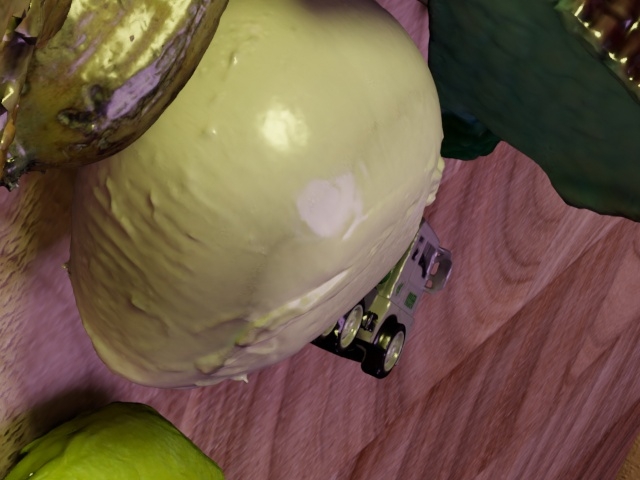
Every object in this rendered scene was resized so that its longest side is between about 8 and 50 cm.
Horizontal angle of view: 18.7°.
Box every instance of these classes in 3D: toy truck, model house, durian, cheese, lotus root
[{"bbox_3d":[0.000,0.000,1.162,0.125,0.101,0.242,-67,160,-6],"label":"toy truck"},{"bbox_3d":[0.226,-0.127,1.010,0.280,0.248,0.230,-50,161,-19],"label":"model house"},{"bbox_3d":[-0.123,0.162,1.110,0.139,0.101,0.250,-54,162,-6],"label":"durian"},{"bbox_3d":[-0.028,-0.038,0.924,0.198,0.154,0.189,-42,172,-34],"label":"cheese"},{"bbox_3d":[-0.085,-0.098,0.797,0.179,0.089,0.080,-56,-157,-13],"label":"lotus root"}]

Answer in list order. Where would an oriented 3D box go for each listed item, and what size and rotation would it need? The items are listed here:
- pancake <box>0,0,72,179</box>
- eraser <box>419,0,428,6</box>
[{"bbox_3d":[-0.082,-0.134,0.576,0.382,0.071,0.382,-157,-90,-84],"label":"pancake"},{"bbox_3d":[0.149,-0.307,1.041,0.397,0.082,0.213,-58,162,4],"label":"eraser"}]
